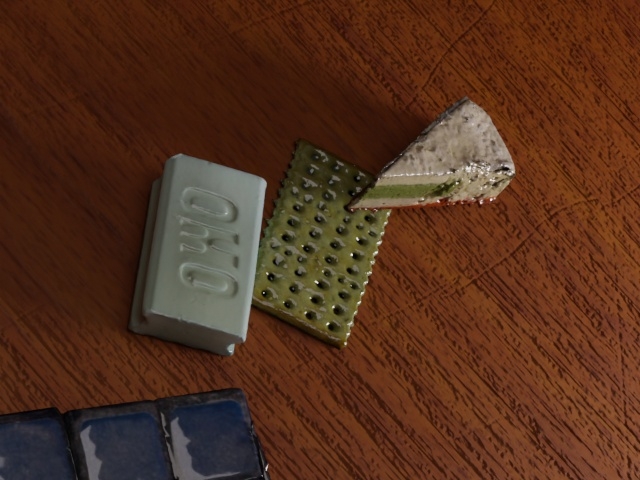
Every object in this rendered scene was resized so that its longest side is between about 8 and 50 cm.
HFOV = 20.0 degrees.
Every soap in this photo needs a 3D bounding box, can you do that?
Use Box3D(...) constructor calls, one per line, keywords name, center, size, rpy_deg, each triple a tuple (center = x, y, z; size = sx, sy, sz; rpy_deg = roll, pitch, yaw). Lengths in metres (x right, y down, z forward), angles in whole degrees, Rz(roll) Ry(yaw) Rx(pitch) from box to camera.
Box3D(name="soap", center=(-0.130, 0.015, 1.944), size=(0.119, 0.066, 0.198), rpy_deg=(17, 59, -18))

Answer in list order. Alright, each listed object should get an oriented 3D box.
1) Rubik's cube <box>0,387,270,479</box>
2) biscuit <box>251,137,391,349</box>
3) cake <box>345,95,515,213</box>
Box3D(name="Rubik's cube", center=(-0.227, 0.349, 1.560), size=(0.337, 0.344, 0.344), rpy_deg=(-5, 66, -26))
Box3D(name="biscuit", center=(0.000, 0.000, 2.041), size=(0.139, 0.016, 0.231), rpy_deg=(27, 57, -11))
Box3D(name="cake", center=(0.118, -0.103, 2.093), size=(0.220, 0.086, 0.116), rpy_deg=(-3, 62, -34))
